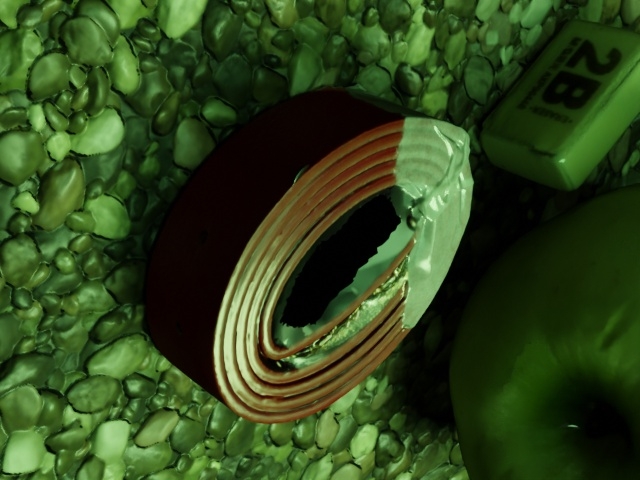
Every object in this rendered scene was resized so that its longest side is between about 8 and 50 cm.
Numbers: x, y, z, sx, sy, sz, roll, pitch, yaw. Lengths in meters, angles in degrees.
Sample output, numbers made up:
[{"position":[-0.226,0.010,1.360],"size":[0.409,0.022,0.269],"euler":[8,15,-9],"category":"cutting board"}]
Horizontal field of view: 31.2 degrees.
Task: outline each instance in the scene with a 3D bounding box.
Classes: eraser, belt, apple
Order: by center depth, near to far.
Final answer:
[{"position":[0.000,0.000,0.988],"size":[0.324,0.115,0.227],"euler":[-48,135,-14],"category":"belt"},{"position":[0.252,-0.138,1.146],"size":[0.172,0.117,0.058],"euler":[-49,134,-12],"category":"eraser"},{"position":[0.371,0.157,1.163],"size":[0.474,0.474,0.473],"euler":[-19,122,-35],"category":"apple"}]
